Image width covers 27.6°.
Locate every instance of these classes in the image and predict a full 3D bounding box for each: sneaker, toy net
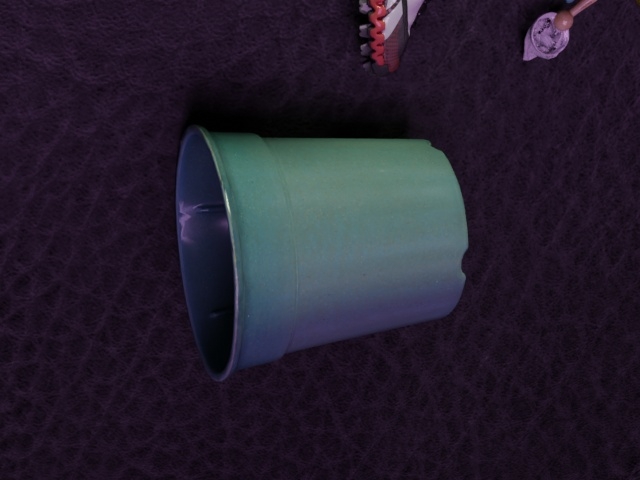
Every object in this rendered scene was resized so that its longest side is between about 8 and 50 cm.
[{"bbox_3d":[0.110,-0.330,1.651,0.135,0.098,0.276,-3,127,-7],"label":"sneaker"},{"bbox_3d":[0.330,-0.310,1.711,0.122,0.045,0.232,-8,145,-38],"label":"toy net"}]

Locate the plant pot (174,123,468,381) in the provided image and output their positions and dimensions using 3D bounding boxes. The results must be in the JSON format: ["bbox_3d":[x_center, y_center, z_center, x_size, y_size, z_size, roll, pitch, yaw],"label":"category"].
[{"bbox_3d":[0.000,0.000,1.766,0.334,0.341,0.341,-6,130,-18],"label":"plant pot"}]

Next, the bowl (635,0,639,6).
[{"bbox_3d":[0.558,-0.361,1.686,0.289,0.156,0.289,-6,130,-7],"label":"bowl"}]
